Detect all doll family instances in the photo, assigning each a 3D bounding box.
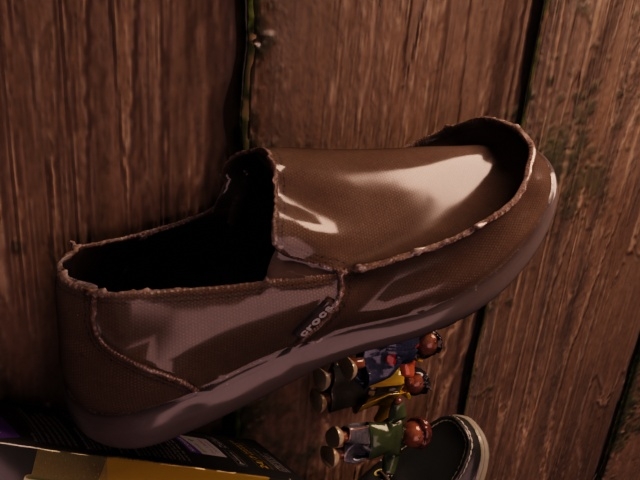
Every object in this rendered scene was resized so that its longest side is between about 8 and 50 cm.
[{"bbox_3d":[0.055,0.090,0.655,0.111,0.076,0.192,-1,113,-28],"label":"doll family"}]

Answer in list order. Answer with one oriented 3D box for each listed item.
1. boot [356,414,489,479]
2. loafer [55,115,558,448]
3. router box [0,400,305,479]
[{"bbox_3d":[0.022,0.227,0.695,0.236,0.085,0.179,-49,133,9],"label":"boot"},{"bbox_3d":[0.000,0.000,0.525,0.366,0.134,0.130,-28,128,-18],"label":"loafer"},{"bbox_3d":[-0.171,0.273,0.544,0.243,0.081,0.308,20,90,-38],"label":"router box"}]
